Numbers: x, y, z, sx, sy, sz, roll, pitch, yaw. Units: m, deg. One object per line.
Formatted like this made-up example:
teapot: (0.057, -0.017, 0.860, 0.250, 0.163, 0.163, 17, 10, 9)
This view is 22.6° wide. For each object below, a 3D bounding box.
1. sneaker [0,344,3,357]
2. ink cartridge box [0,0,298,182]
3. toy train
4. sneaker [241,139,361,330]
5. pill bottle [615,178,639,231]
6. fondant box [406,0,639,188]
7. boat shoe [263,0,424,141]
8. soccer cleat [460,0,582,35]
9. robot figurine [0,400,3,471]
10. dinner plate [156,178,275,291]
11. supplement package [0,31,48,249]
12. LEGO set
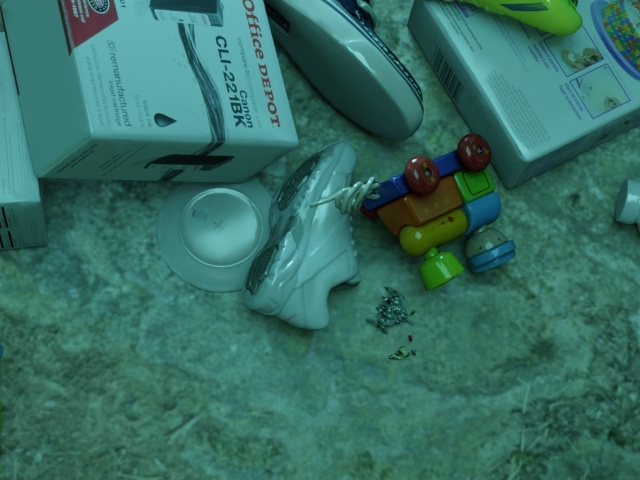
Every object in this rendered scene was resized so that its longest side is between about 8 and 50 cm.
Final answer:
sneaker: (-0.440, 0.106, 1.647, 0.229, 0.087, 0.092, 11, 78, 5)
ink cartridge box: (-0.174, -0.171, 1.670, 0.273, 0.114, 0.197, -1, 71, -44)
toy train: (0.101, -0.009, 1.698, 0.248, 0.105, 0.143, -25, 89, -41)
sneaker: (0.000, 0.000, 1.737, 0.115, 0.090, 0.232, 34, 61, -22)
pill bottle: (0.394, -0.032, 1.790, 0.120, 0.067, 0.067, 13, 71, -2)
fondant box: (0.300, -0.237, 1.833, 0.330, 0.096, 0.238, -26, 75, -13)
boat shoe: (0.023, -0.273, 1.798, 0.340, 0.127, 0.158, 45, 66, 8)
soccer cleat: (0.155, -0.299, 1.759, 0.289, 0.093, 0.121, 37, 100, 8)
robot figurine: (-0.370, 0.195, 1.627, 0.101, 0.067, 0.115, -24, 73, -44)
dinner plate: (-0.109, -0.013, 1.754, 0.141, 0.017, 0.141, 2, 70, -5)
supplement package: (-0.397, -0.096, 1.677, 0.203, 0.149, 0.194, -5, 71, -8)
LEGO set: (0.082, 0.087, 1.737, 0.054, 0.023, 0.083, -28, 77, -15)
